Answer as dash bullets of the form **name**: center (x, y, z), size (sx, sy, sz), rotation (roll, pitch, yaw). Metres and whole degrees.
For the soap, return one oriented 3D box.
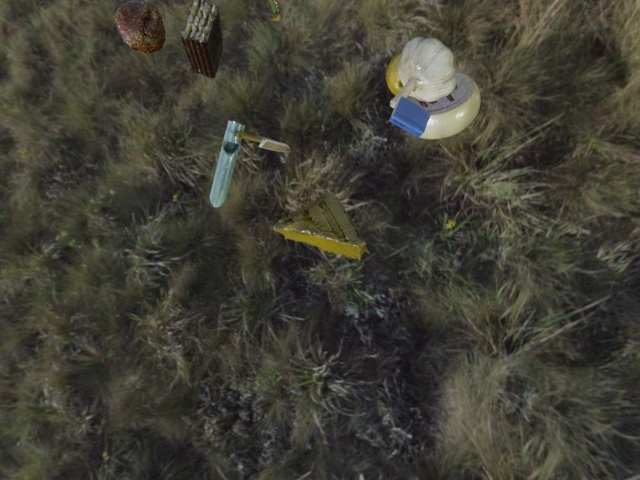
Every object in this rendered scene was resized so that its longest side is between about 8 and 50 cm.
- **soap**: center (0.000, 0.000, 1.660), size (0.304, 0.169, 0.339), rotation (-31, 49, 3)

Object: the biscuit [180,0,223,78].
- **biscuit**: center (-0.312, -0.536, 1.091), size (0.070, 0.252, 0.106), rotation (16, 88, -10)

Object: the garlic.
- **garlic**: center (0.281, -0.487, 1.230), size (0.226, 0.199, 0.199), rotation (-41, 61, -11)

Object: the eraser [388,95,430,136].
- **eraser**: center (0.211, -0.290, 0.954), size (0.084, 0.027, 0.063), rotation (27, 71, -9)

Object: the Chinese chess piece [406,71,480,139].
- **Chinese chess piece**: center (0.419, -0.475, 1.429), size (0.269, 0.112, 0.270), rotation (-14, 47, 15)

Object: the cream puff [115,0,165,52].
- **cream puff**: center (-0.520, -0.630, 1.192), size (0.084, 0.149, 0.149), rotation (7, 75, 47)

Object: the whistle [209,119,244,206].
- **whistle**: center (-0.336, -0.269, 1.441), size (0.062, 0.062, 0.312), rotation (28, 109, 28)

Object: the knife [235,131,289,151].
- **knife**: center (-0.203, -0.354, 1.465), size (0.046, 0.256, 0.022), rotation (-38, 63, 35)

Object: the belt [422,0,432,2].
- **belt**: center (0.478, -1.070, 1.646), size (0.201, 0.128, 0.124), rotation (-36, 80, 24)

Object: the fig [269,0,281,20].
- **fig**: center (-0.171, -0.661, 0.963), size (0.259, 0.151, 0.151), rotation (41, 91, -7)

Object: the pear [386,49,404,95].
- **pear**: center (0.368, -0.680, 1.659), size (0.208, 0.209, 0.209), rotation (-7, 70, 20)
